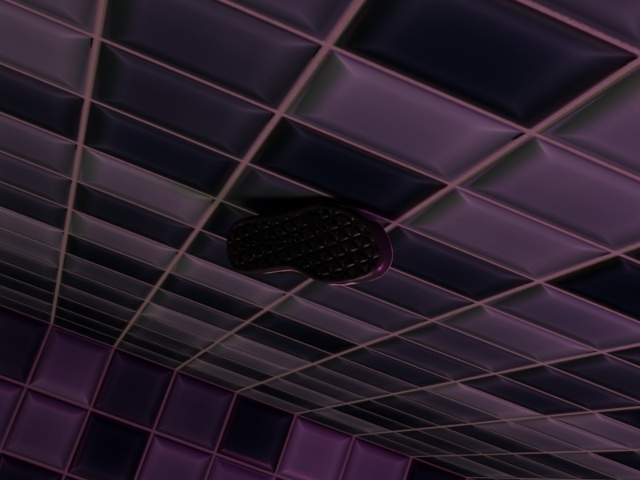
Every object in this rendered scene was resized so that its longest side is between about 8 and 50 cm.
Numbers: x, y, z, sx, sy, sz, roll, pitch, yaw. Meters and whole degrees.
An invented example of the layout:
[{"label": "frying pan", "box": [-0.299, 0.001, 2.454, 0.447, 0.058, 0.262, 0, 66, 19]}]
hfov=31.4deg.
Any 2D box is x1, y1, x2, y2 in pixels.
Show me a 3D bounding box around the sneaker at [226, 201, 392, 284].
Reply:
[{"label": "sneaker", "box": [0.000, 0.000, 1.226, 0.235, 0.084, 0.097, 5, -177, 44]}]
